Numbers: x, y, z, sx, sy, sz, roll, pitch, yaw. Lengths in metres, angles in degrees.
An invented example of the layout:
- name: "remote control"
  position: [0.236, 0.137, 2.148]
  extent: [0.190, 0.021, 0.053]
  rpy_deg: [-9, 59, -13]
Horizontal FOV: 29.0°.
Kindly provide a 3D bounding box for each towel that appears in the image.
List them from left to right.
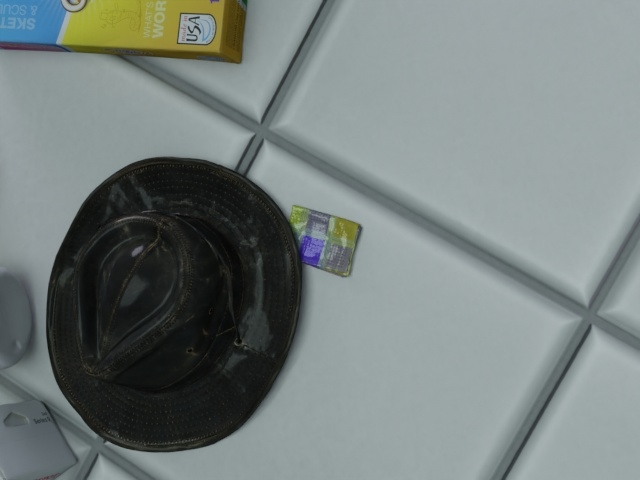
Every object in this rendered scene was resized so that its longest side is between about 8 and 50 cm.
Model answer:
- name: "towel"
  position: [0.000, 0.000, 1.313]
  extent: [0.083, 0.009, 0.060]
  rpy_deg: [19, 95, 17]

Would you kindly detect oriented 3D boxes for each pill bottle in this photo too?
- name: "pill bottle"
  position: [-0.445, 0.096, 1.395]
  extent: [0.215, 0.117, 0.117]
  rpy_deg: [-8, 86, 18]

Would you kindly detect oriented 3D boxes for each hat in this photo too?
- name: "hat"
  position: [-0.183, 0.070, 1.303]
  extent: [0.331, 0.134, 0.331]
  rpy_deg: [0, 89, 18]

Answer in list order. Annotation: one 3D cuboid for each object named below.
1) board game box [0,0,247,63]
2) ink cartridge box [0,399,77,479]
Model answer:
- name: "board game box"
  position: [-0.232, -0.327, 1.369]
  extent: [0.316, 0.064, 0.242]
  rpy_deg: [5, 90, 18]
- name: "ink cartridge box"
  position: [-0.399, 0.272, 1.355]
  extent: [0.212, 0.154, 0.093]
  rpy_deg: [-39, 77, 13]
